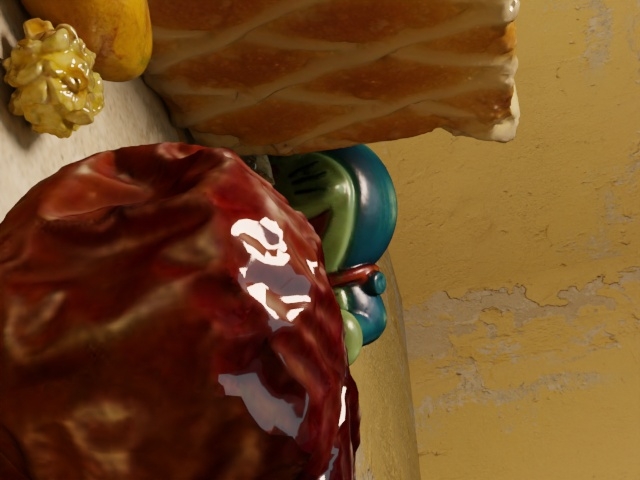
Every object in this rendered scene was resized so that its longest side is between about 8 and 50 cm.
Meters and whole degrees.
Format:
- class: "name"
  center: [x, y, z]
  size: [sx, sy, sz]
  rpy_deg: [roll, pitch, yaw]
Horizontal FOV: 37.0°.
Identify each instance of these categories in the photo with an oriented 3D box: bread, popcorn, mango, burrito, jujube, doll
- class: "bread"
  center: [-0.009, -0.274, 0.944]
  size: [0.371, 0.390, 0.279]
  rpy_deg: [67, 22, -59]
- class: "popcorn"
  center: [-0.178, -0.110, 0.641]
  size: [0.082, 0.057, 0.083]
  rpy_deg: [-31, 107, -82]
- class: "mango"
  center: [-0.173, -0.185, 0.690]
  size: [0.115, 0.089, 0.164]
  rpy_deg: [-109, -177, -62]
- class: "burrito"
  center: [-0.098, -0.143, 1.144]
  size: [0.041, 0.045, 0.185]
  rpy_deg: [9, 54, -44]
- class: "jujube"
  center: [-0.072, 0.117, 0.538]
  size: [0.216, 0.216, 0.342]
  rpy_deg: [-89, 167, -57]
- class: "doll"
  center: [0.001, 0.000, 1.197]
  size: [0.186, 0.199, 0.321]
  rpy_deg: [-1, 86, -52]

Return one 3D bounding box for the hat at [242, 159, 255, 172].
- class: "hat"
  center: [-0.097, 0.009, 1.043]
  size: [0.173, 0.144, 0.166]
  rpy_deg: [19, -46, 46]
